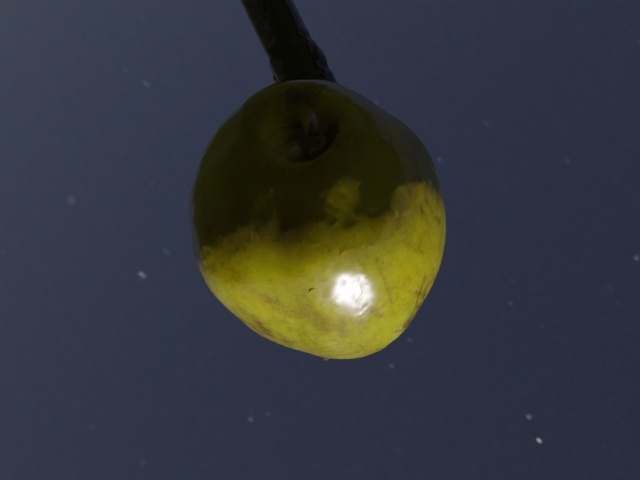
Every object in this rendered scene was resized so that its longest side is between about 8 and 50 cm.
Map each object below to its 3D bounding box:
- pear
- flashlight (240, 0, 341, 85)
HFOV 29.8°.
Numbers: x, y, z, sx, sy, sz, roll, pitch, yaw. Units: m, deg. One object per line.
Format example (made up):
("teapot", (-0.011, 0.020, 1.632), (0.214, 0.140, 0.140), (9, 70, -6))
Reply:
("pear", (0.000, 0.000, 1.367), (0.288, 0.375, 0.287), (-2, -140, 2))
("flashlight", (-0.046, -0.296, 1.806), (0.103, 0.423, 0.103), (-24, 174, -3))
